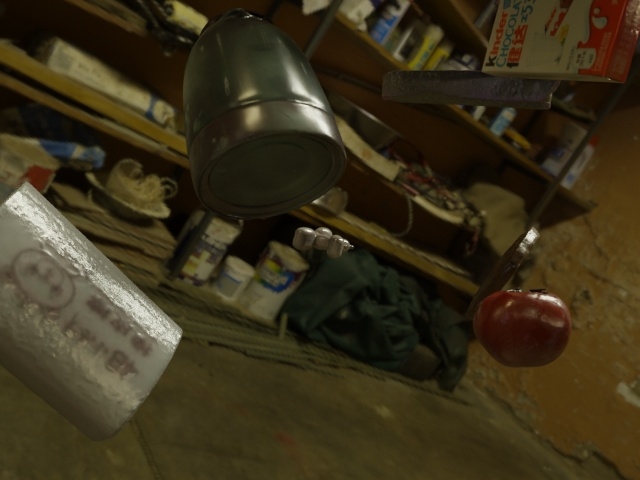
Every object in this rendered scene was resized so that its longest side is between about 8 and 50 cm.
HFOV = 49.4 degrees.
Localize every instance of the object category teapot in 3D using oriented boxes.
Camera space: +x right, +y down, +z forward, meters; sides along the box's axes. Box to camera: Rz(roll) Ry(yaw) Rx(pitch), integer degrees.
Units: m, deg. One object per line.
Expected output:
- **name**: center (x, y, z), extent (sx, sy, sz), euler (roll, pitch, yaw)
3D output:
- **teapot**: center (-0.110, -0.202, 1.140), extent (0.315, 0.233, 0.312), euler (102, -24, -61)

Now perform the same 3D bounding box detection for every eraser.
- **eraser**: center (-0.304, 0.084, 0.814), extent (0.270, 0.095, 0.174), euler (50, 42, -21)

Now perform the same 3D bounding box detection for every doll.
- **doll**: center (0.000, 0.000, 1.735), extent (0.161, 0.059, 0.160), euler (14, 6, 17)

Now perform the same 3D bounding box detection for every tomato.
- **tomato**: center (0.372, 0.164, 1.317), extent (0.187, 0.151, 0.187), euler (2, 4, 0)

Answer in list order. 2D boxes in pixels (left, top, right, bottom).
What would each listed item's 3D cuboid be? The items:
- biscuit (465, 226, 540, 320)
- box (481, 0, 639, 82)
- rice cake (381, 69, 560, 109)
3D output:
- **biscuit**: center (0.449, 0.077, 1.719), extent (0.049, 0.257, 0.273), euler (37, 27, 14)
- **box**: center (0.359, -0.367, 0.996), extent (0.048, 0.273, 0.265), euler (8, 9, -26)
- **rice cake**: center (0.321, -0.331, 1.526), extent (0.399, 0.070, 0.064), euler (9, -5, 28)
